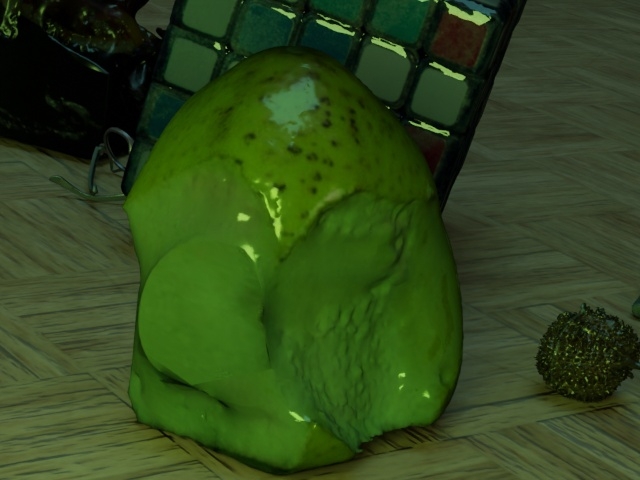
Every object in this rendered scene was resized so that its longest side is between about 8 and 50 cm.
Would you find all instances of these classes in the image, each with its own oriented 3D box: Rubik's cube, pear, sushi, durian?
[{"bbox_3d":[0.012,-0.156,1.634,0.292,0.287,0.293,21,20,3],"label":"Rubik's cube"},{"bbox_3d":[0.000,0.000,1.241,0.176,0.282,0.286,10,17,37],"label":"pear"},{"bbox_3d":[-0.282,-0.226,1.929,0.215,0.212,0.227,13,20,16],"label":"sushi"},{"bbox_3d":[0.215,0.091,1.369,0.080,0.080,0.091,-11,19,-44],"label":"durian"}]

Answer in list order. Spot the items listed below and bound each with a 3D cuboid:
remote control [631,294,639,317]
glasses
[{"bbox_3d":[0.327,0.045,1.618,0.053,0.018,0.124,-20,6,27],"label":"remote control"},{"bbox_3d":[-0.212,-0.058,1.739,0.140,0.062,0.104,22,45,38],"label":"glasses"}]
